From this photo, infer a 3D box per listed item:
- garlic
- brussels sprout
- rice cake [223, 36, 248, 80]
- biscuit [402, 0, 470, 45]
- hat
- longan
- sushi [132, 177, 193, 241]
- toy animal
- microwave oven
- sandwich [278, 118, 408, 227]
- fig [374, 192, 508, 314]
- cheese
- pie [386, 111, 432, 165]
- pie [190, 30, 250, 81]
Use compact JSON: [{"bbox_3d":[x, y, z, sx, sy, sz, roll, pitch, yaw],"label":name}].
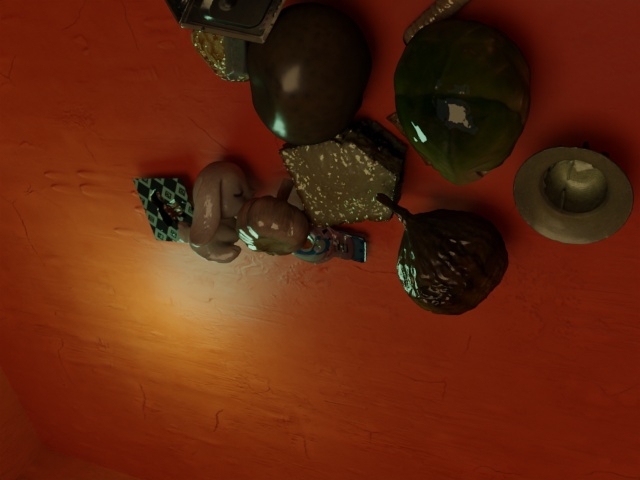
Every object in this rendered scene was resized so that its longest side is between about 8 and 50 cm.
[{"bbox_3d":[-0.122,-0.075,2.069,0.219,0.212,0.218,12,156,5],"label":"garlic"},{"bbox_3d":[0.309,-0.293,1.617,0.290,0.281,0.354,10,138,25],"label":"brussels sprout"},{"bbox_3d":[-0.194,-0.533,1.793,0.051,0.081,0.290,-173,81,-67],"label":"rice cake"},{"bbox_3d":[0.260,-0.501,1.634,0.061,0.055,0.219,53,133,0],"label":"biscuit"},{"bbox_3d":[0.576,-0.129,1.682,0.257,0.130,0.257,15,130,19],"label":"hat"},{"bbox_3d":[-0.031,-0.388,1.748,0.289,0.288,0.350,22,133,14],"label":"longan"},{"bbox_3d":[-0.472,-0.105,2.375,0.220,0.047,0.231,4,121,34],"label":"sushi"},{"bbox_3d":[-0.299,-0.101,2.156,0.206,0.271,0.264,12,119,-3],"label":"toy animal"},{"bbox_3d":[-0.189,-0.670,1.527,0.394,0.247,0.333,-57,47,34],"label":"microwave oven"},{"bbox_3d":[0.079,-0.176,1.940,0.326,0.131,0.262,-7,119,37],"label":"sandwich"},{"bbox_3d":[0.266,0.011,1.838,0.369,0.286,0.286,36,136,-21],"label":"fig"},{"bbox_3d":[0.000,0.000,2.159,0.286,0.074,0.188,14,131,20],"label":"cheese"},{"bbox_3d":[0.244,-0.261,1.844,0.170,0.034,0.092,51,135,-5],"label":"pie"},{"bbox_3d":[-0.231,-0.494,1.903,0.205,0.084,0.179,49,147,-18],"label":"pie"}]
